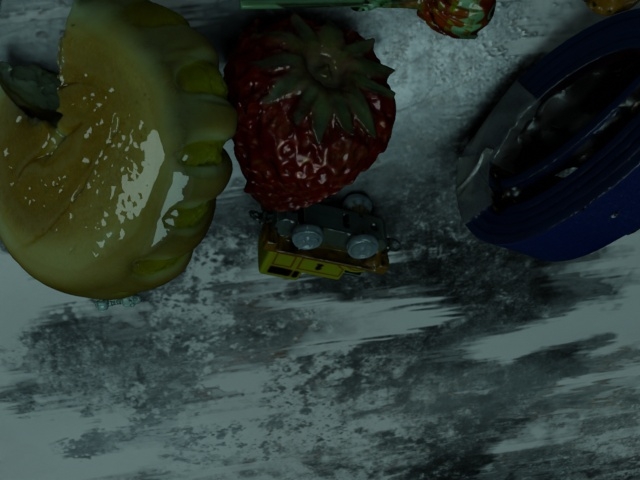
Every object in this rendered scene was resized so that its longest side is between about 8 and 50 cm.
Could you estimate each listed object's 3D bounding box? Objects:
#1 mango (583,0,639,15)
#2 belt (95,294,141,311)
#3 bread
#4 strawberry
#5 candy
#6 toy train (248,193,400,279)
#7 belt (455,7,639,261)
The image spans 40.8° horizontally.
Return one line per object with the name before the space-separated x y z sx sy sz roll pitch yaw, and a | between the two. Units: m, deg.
mango | 0.340 -0.312 0.955 0.077 0.063 0.127 24 118 -22
belt | -0.274 -0.008 1.100 0.065 0.100 0.179 -7 130 -8
bread | -0.220 -0.090 0.931 0.333 0.333 0.160 -45 162 27
strawberry | -0.032 -0.125 0.989 0.205 0.205 0.244 10 150 -18
candy | 0.055 -0.253 0.922 0.287 0.084 0.078 -7 171 -15
toy train | 0.000 0.000 1.163 0.219 0.089 0.127 11 139 -20
belt | 0.316 -0.118 1.010 0.117 0.213 0.347 14 138 -37
